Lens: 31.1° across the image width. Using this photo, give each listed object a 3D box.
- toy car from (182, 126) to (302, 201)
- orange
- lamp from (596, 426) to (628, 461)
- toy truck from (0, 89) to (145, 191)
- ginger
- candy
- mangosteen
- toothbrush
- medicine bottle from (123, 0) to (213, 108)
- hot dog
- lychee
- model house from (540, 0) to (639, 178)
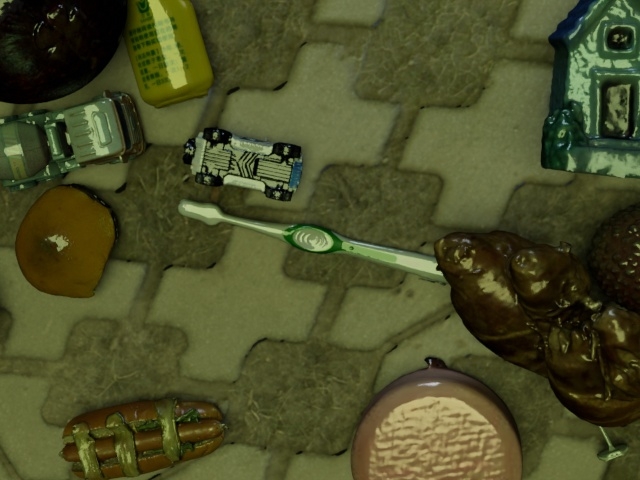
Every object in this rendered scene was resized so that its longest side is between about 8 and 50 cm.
[{"bbox_3d":[-0.109,-0.110,1.617,0.170,0.070,0.080,12,100,4],"label":"toy car"},{"bbox_3d":[-0.372,0.003,1.655,0.160,0.112,0.170,-20,84,11],"label":"orange"},{"bbox_3d":[0.374,0.220,1.628,0.050,0.056,0.198,-26,83,10],"label":"lamp"},{"bbox_3d":[-0.387,-0.134,1.615,0.256,0.140,0.108,-12,96,9],"label":"toy truck"},{"bbox_3d":[0.301,0.106,1.490,0.357,0.274,0.152,39,88,12],"label":"ginger"},{"bbox_3d":[0.164,0.298,1.630,0.255,0.094,0.255,1,99,8],"label":"candy"},{"bbox_3d":[-0.398,-0.318,1.519,0.288,0.288,0.288,1,99,7],"label":"mangosteen"},{"bbox_3d":[0.000,0.001,1.634,0.418,0.040,0.042,14,98,5],"label":"toothbrush"},{"bbox_3d":[-0.234,-0.340,1.596,0.111,0.076,0.309,-14,97,13],"label":"medicine bottle"},{"bbox_3d":[-0.260,0.291,1.698,0.269,0.072,0.109,-12,99,10],"label":"hot dog"},{"bbox_3d":[0.450,0.024,1.515,0.197,0.165,0.165,-10,98,37],"label":"lychee"},{"bbox_3d":[0.434,-0.237,1.449,0.295,0.252,0.329,5,93,7],"label":"model house"}]
